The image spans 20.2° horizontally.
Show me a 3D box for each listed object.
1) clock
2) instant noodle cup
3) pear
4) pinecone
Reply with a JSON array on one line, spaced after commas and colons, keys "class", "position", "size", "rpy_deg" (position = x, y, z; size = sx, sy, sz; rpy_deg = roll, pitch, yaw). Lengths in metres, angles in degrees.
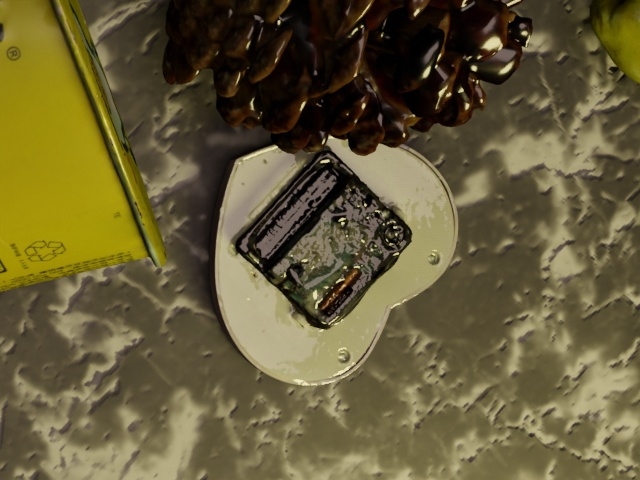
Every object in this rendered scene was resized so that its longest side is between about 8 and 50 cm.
[{"class": "clock", "position": [0.000, 0.000, 1.302], "size": [0.172, 0.064, 0.198], "rpy_deg": [45, 81, -13]}, {"class": "instant noodle cup", "position": [-0.266, -0.092, 1.119], "size": [0.254, 0.325, 0.326], "rpy_deg": [-21, 97, -3]}, {"class": "pear", "position": [0.266, -0.165, 1.345], "size": [0.131, 0.107, 0.107], "rpy_deg": [14, 89, -26]}, {"class": "pinecone", "position": [0.011, -0.160, 1.220], "size": [0.272, 0.224, 0.224], "rpy_deg": [20, 87, -33]}]
